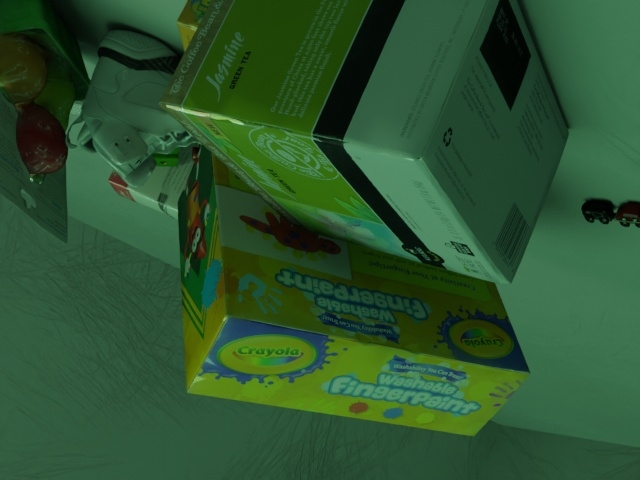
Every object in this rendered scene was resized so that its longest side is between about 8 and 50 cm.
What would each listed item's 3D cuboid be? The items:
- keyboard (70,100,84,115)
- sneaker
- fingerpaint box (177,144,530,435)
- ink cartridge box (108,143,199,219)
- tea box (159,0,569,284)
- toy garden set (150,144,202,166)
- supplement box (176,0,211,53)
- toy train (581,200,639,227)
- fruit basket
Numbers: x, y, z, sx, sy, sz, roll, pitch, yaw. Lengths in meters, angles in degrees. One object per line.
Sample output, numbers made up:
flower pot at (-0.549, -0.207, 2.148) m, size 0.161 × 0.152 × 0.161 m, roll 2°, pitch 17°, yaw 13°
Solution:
keyboard at (-0.482, -0.273, 1.863) m, size 0.256 × 0.014 × 0.072 m, roll 15°, pitch 164°, yaw 36°
sneaker at (-0.210, -0.169, 1.359) m, size 0.365 × 0.210 × 0.137 m, roll 23°, pitch 167°, yaw 5°
fingerpaint box at (0.030, 0.063, 1.268) m, size 0.444 × 0.371 × 0.163 m, roll 13°, pitch 130°, yaw -24°
ink cartridge box at (-0.284, -0.130, 1.750) m, size 0.217 × 0.159 × 0.092 m, roll 22°, pitch 165°, yaw 10°
tea box at (0.064, -0.137, 0.988) m, size 0.323 × 0.220 × 0.329 m, roll 16°, pitch 165°, yaw 33°
toy garden set at (-0.263, -0.200, 1.592) m, size 0.203 × 0.049 × 0.244 m, roll 0°, pitch 164°, yaw -12°
supplement box at (-0.134, -0.256, 1.188) m, size 0.078 × 0.080 × 0.233 m, roll 23°, pitch 168°, yaw 3°
toy train at (0.423, -0.035, 1.181) m, size 0.158 × 0.027 × 0.036 m, roll 10°, pitch 150°, yaw 47°
fruit basket at (-0.471, -0.204, 1.369) m, size 0.165 × 0.353 × 0.327 m, roll -2°, pitch 164°, yaw 5°
